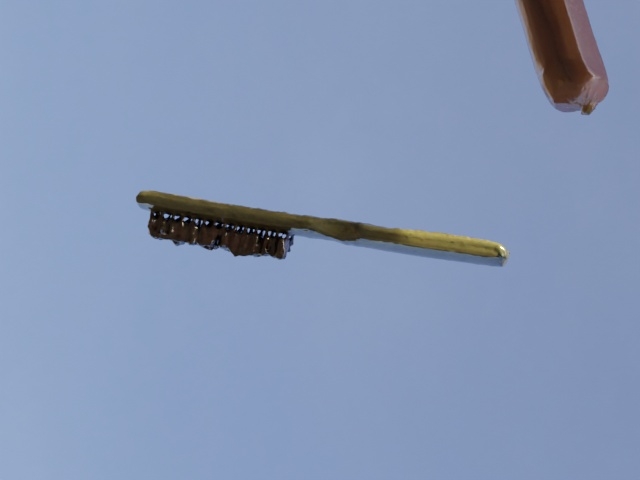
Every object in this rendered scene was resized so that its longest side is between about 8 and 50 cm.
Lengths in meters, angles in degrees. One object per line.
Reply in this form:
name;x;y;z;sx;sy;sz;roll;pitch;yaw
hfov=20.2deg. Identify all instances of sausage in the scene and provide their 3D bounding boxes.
sausage;0.114;-0.127;0.900;0.030;0.035;0.147;-37;-127;41

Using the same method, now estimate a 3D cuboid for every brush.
brush;0.000;0.000;1.178;0.248;0.043;0.036;9;-85;11
